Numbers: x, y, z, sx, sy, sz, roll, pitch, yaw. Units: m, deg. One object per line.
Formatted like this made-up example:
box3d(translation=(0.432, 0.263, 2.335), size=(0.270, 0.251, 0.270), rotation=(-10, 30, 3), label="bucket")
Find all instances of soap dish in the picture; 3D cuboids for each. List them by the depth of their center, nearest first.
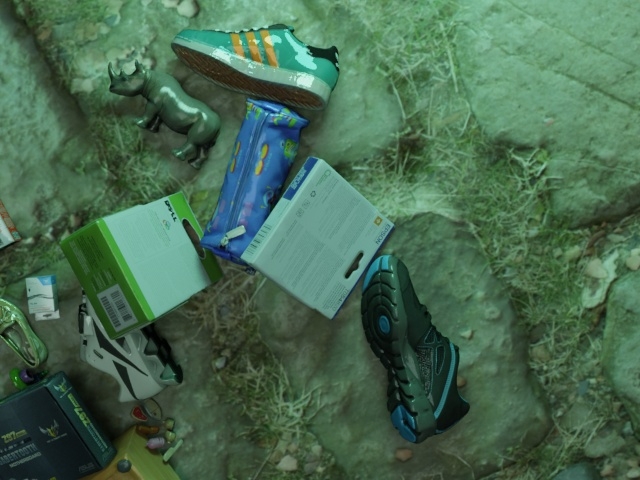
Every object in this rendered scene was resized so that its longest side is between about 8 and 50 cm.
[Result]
box3d(translation=(-0.345, 0.522, 1.552), size=(0.229, 0.118, 0.291), rotation=(-36, 94, 2), label="soap dish")

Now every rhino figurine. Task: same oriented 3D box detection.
box3d(translation=(-0.284, -0.242, 1.526), size=(0.243, 0.073, 0.106), rotation=(39, 97, -1), label="rhino figurine")

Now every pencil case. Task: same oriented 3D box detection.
box3d(translation=(-0.119, -0.100, 1.507), size=(0.119, 0.133, 0.306), rotation=(19, 92, 6), label="pencil case")

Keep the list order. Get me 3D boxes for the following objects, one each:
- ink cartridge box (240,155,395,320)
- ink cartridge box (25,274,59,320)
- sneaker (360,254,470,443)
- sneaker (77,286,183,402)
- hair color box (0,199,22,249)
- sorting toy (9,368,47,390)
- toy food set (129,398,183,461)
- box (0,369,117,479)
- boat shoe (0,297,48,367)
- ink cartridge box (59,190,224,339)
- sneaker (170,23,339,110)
box3d(translation=(0.000, 0.000, 1.515), size=(0.224, 0.045, 0.223), rotation=(40, 81, -36), label="ink cartridge box")
box3d(translation=(-0.513, 0.108, 1.568), size=(0.048, 0.028, 0.083), rotation=(-5, 94, 0), label="ink cartridge box")
box3d(translation=(0.172, 0.188, 1.552), size=(0.140, 0.125, 0.340), rotation=(-13, 92, -26), label="sneaker")
box3d(translation=(-0.391, 0.148, 1.524), size=(0.146, 0.122, 0.330), rotation=(-27, 97, 5), label="sneaker")
box3d(translation=(-0.616, -0.046, 1.551), size=(0.072, 0.043, 0.141), rotation=(-26, 92, 1), label="hair color box")
box3d(translation=(-0.523, 0.263, 1.564), size=(0.042, 0.061, 0.102), rotation=(-35, 116, 1), label="sorting toy")
box3d(translation=(-0.305, 0.344, 1.565), size=(0.122, 0.078, 0.019), rotation=(49, 133, -6), label="toy food set")
box3d(translation=(-0.504, 0.354, 1.518), size=(0.233, 0.059, 0.183), rotation=(-25, 101, 25), label="box")
box3d(translation=(-0.564, 0.170, 1.562), size=(0.056, 0.048, 0.153), rotation=(-35, 93, 2), label="boat shoe")
box3d(translation=(-0.300, 0.036, 1.482), size=(0.097, 0.255, 0.188), rotation=(-26, 93, 27), label="ink cartridge box")
box3d(translation=(-0.111, -0.331, 1.515), size=(0.302, 0.108, 0.121), rotation=(19, 73, 5), label="sneaker")
